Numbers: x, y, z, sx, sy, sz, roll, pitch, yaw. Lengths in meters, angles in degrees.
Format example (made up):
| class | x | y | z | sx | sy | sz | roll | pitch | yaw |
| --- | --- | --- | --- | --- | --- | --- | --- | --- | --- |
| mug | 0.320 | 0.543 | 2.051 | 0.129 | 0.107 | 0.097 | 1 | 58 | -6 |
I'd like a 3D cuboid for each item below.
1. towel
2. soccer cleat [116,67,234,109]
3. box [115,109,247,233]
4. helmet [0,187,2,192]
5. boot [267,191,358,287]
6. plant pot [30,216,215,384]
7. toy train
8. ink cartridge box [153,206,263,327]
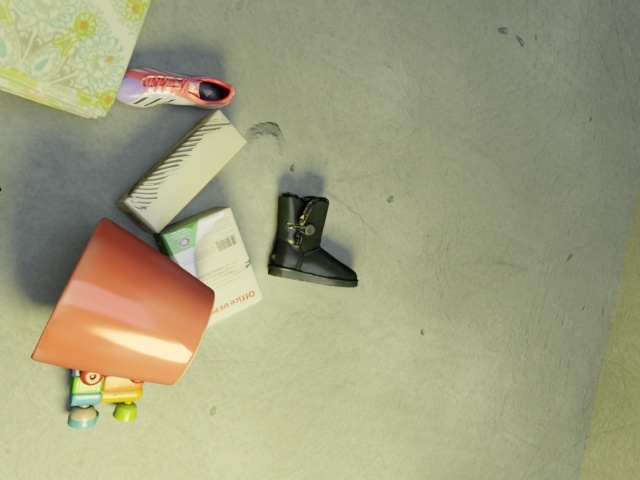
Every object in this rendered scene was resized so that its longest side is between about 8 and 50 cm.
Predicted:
| class | x | y | z | sx | sy | sz | roll | pitch | yaw |
| --- | --- | --- | --- | --- | --- | --- | --- | --- | --- |
| towel | -0.455 | -0.416 | 0.951 | 0.320 | 0.090 | 0.375 | 11 | 105 | -59 |
| soccer cleat | -0.300 | -0.314 | 1.151 | 0.247 | 0.095 | 0.083 | -1 | 93 | -31 |
| box | -0.287 | -0.142 | 1.158 | 0.094 | 0.113 | 0.275 | 48 | 68 | -22 |
| helmet | -0.631 | -0.076 | 0.924 | 0.169 | 0.169 | 0.162 | 18 | 99 | -30 |
| boot | 0.000 | 0.000 | 1.344 | 0.246 | 0.094 | 0.207 | 12 | 90 | -25 |
| plant pot | -0.344 | 0.131 | 1.019 | 0.243 | 0.275 | 0.275 | 28 | 78 | -19 |
| toy train | -0.379 | 0.299 | 1.130 | 0.247 | 0.105 | 0.144 | 6 | 99 | -31 |
| ink cartridge box | -0.240 | 0.056 | 1.203 | 0.160 | 0.092 | 0.220 | -24 | 105 | -27 |
